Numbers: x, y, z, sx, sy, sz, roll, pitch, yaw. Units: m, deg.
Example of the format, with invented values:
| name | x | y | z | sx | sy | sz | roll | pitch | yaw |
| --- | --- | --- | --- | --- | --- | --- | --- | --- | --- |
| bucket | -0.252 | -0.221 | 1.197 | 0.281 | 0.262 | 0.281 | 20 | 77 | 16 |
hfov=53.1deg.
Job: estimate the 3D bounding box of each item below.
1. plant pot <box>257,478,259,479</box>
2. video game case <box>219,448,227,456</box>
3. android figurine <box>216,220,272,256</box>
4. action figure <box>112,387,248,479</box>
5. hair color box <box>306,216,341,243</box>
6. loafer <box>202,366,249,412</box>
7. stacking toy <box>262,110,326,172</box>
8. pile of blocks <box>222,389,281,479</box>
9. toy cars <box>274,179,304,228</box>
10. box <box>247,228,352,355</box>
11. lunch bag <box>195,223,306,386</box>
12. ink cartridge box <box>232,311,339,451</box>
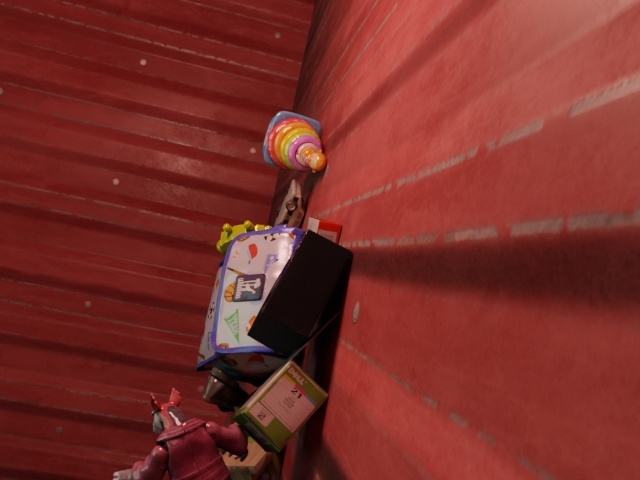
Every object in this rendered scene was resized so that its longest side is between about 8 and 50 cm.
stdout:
| name | x | y | z | sx | sy | sz | roll | pitch | yaw |
| --- | --- | --- | --- | --- | --- | --- | --- | --- | --- |
| plant pot | -0.255 | 0.671 | 1.493 | 0.274 | 0.275 | 0.243 | 112 | 178 | -47 |
| video game case | -0.323 | 0.688 | 1.783 | 0.248 | 0.035 | 0.275 | -58 | -1 | -14 |
| android figurine | -0.165 | 0.020 | 1.751 | 0.273 | 0.249 | 0.056 | 45 | -137 | -53 |
| action figure | -0.218 | 0.434 | 1.118 | 0.370 | 0.248 | 0.276 | 62 | 159 | 7 |
| hair color box | 0.000 | 0.000 | 1.415 | 0.167 | 0.054 | 0.093 | -152 | 73 | -79 |
| loafer | -0.248 | 0.396 | 1.635 | 0.084 | 0.096 | 0.267 | -56 | -19 | -20 |
| stacking toy | -0.050 | -0.260 | 1.878 | 0.302 | 0.166 | 0.175 | 49 | 124 | 61 |
| pile of blocks | -0.136 | 0.475 | 1.498 | 0.362 | 0.149 | 0.112 | -85 | -21 | -76 |
| toy cars | -0.108 | 0.010 | 2.001 | 0.176 | 0.087 | 0.393 | -179 | 105 | -76 |
| box | -0.048 | 0.111 | 1.259 | 0.184 | 0.103 | 0.261 | -65 | 4 | -21 |
| lunch bag | -0.154 | 0.167 | 1.615 | 0.385 | 0.239 | 0.327 | -35 | 42 | 58 |
| ink cartridge box | -0.037 | 0.267 | 1.207 | 0.255 | 0.097 | 0.189 | -44 | -4 | -21 |
